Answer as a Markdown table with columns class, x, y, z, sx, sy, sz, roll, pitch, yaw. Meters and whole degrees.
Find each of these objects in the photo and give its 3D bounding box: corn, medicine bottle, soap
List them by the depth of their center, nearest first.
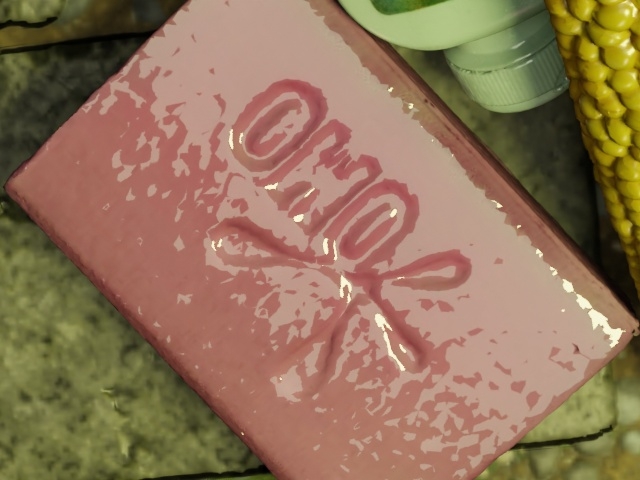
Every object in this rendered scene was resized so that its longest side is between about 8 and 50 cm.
| class | x | y | z | sx | sy | sz | roll | pitch | yaw |
| --- | --- | --- | --- | --- | --- | --- | --- | --- | --- |
| medicine bottle | 0.049 | -0.155 | 0.626 | 0.121 | 0.083 | 0.229 | -20 | 129 | 18 |
| corn | 0.170 | -0.029 | 0.639 | 0.101 | 0.101 | 0.310 | -21 | 121 | 9 |
| soap | 0.000 | 0.000 | 0.708 | 0.181 | 0.081 | 0.259 | -41 | 94 | 12 |
